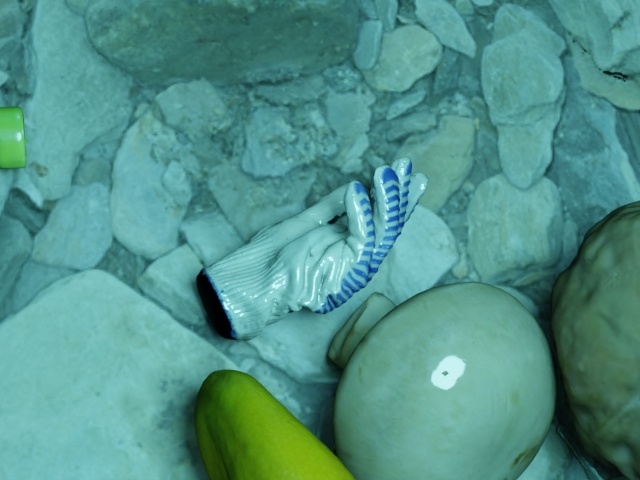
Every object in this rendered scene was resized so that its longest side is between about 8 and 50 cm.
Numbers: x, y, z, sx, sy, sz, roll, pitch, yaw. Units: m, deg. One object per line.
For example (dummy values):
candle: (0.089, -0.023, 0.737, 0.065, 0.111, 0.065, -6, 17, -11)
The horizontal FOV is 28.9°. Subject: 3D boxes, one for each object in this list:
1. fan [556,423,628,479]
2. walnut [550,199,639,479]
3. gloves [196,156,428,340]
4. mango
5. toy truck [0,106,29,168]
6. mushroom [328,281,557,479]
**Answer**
fan: (0.259, 0.235, 1.089, 0.113, 0.005, 0.175, -32, 82, -14)
walnut: (0.311, 0.090, 1.013, 0.273, 0.273, 0.227, 12, 102, -4)
gloves: (-0.001, 0.006, 1.078, 0.229, 0.097, 0.119, -36, 37, -7)
mango: (-0.011, 0.233, 0.967, 0.119, 0.176, 0.317, -26, 72, -14)
toy truck: (-0.350, -0.041, 1.028, 0.187, 0.148, 0.210, 7, 53, -1)
mushroom: (0.085, 0.119, 1.024, 0.204, 0.204, 0.204, 2, 74, -7)
